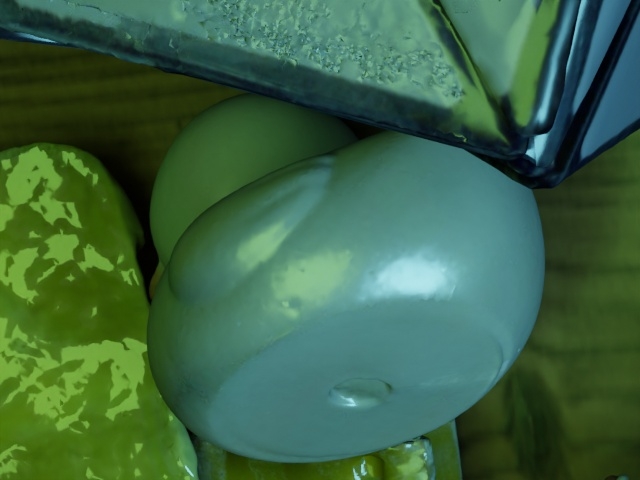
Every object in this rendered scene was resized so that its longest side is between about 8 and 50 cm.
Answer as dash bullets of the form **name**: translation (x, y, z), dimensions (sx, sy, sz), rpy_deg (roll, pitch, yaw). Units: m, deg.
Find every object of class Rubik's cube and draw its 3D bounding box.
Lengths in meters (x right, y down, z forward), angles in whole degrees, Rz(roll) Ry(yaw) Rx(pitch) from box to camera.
- **Rubik's cube**: translation (0.035, -0.213, 0.791), dimensions (0.305, 0.310, 0.307), rpy_deg (19, 106, 16)

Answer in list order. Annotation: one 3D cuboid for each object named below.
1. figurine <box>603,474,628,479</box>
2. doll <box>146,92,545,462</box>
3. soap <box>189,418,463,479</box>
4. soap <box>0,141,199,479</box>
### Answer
- **figurine**: translation (0.276, 0.120, 0.849), dimensions (0.275, 0.158, 0.161), rpy_deg (-44, 79, 24)
- **doll**: translation (0.000, 0.000, 0.921), dimensions (0.251, 0.221, 0.221), rpy_deg (-32, 88, 34)
- **soap**: translation (0.013, 0.234, 1.023), dimensions (0.160, 0.080, 0.258), rpy_deg (-2, 101, 24)
- **soap**: translation (-0.277, 0.129, 1.079), dimensions (0.427, 0.115, 0.306), rpy_deg (-26, 82, 31)
